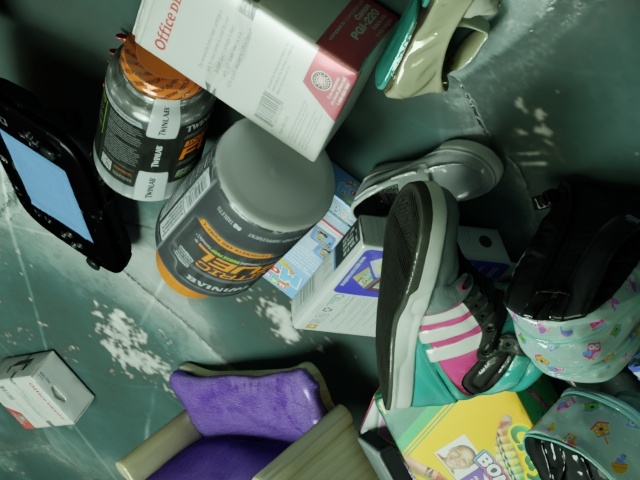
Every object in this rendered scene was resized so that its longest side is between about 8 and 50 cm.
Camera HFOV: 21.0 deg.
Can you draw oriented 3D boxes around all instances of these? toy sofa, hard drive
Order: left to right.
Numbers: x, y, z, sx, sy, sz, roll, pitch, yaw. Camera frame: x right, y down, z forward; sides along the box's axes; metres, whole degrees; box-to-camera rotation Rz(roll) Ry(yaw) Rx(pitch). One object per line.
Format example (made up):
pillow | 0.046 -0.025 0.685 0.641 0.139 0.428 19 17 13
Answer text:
toy sofa | -0.105 0.262 2.109 0.362 0.150 0.177 -6 118 56
hard drive | 0.083 0.264 1.930 0.094 0.022 0.135 61 174 -5

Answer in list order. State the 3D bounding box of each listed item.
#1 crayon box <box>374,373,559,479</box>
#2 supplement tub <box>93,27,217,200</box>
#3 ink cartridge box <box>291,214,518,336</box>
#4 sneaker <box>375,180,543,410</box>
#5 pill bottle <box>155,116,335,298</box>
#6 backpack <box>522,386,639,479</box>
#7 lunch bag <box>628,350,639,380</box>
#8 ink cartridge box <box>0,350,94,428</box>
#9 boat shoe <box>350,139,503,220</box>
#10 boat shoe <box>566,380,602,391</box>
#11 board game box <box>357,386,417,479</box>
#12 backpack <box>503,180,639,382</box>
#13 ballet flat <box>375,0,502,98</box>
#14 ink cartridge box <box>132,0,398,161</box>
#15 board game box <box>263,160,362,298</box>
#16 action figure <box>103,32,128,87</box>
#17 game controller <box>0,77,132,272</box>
crayon box | 0.198 0.248 1.862 0.165 0.081 0.278 -20 105 33
supplement tub | -0.170 -0.135 1.784 0.117 0.117 0.190 32 147 7
ink cartridge box | 0.101 0.046 1.784 0.208 0.045 0.206 8 151 -19
sneaker | 0.153 0.055 1.640 0.178 0.123 0.295 -4 140 -7
pill bottle | -0.090 -0.022 1.773 0.130 0.130 0.246 40 147 -4
backpack | 0.299 0.228 1.717 0.188 0.144 0.166 46 166 -20
lunch bag | 0.384 0.128 1.623 0.129 0.096 0.151 43 136 -9
ink cartridge box | -0.402 0.214 2.465 0.135 0.056 0.099 -11 124 49
boat shoe | 0.099 -0.051 1.691 0.184 0.063 0.066 -5 128 45
boat shoe | 0.239 0.106 1.768 0.137 0.049 0.043 48 151 -17
board game box | 0.147 0.302 2.071 0.242 0.064 0.316 31 146 8
backpack | 0.246 0.037 1.559 0.152 0.182 0.115 2 133 40
ballet flat | 0.115 -0.206 1.493 0.086 0.086 0.248 33 148 6
ink cartridge box | -0.056 -0.200 1.628 0.218 0.092 0.158 33 146 2
board game box | 0.000 0.000 1.863 0.160 0.039 0.211 37 145 -1
action figure | -0.219 -0.173 1.855 0.030 0.038 0.115 10 142 0
game controller | -0.306 -0.071 1.984 0.166 0.067 0.319 24 156 16
